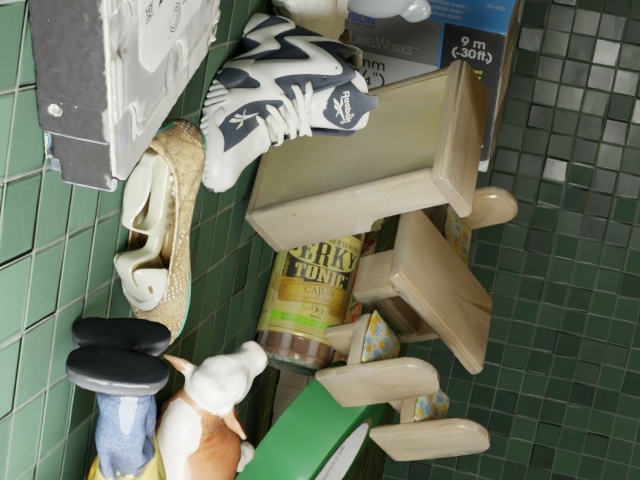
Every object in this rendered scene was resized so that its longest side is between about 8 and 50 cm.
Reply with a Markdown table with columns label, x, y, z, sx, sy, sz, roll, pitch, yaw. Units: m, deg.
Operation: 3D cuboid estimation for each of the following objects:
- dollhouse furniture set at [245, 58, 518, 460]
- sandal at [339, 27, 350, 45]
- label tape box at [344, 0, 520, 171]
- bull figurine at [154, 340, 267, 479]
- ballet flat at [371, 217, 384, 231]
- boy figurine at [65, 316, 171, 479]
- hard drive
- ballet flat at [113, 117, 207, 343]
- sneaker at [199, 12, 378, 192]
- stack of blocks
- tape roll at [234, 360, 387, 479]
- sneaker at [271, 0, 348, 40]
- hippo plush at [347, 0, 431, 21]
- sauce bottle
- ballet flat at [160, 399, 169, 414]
| label | x | y | z | sx | sy | sz | roll | pitch | yaw |
| --- | --- | --- | --- | --- | --- | --- | --- | --- | --- |
| dollhouse furniture set | 0.136 | 0.003 | 1.700 | 0.394 | 0.256 | 0.362 | 48 | 42 | -39 |
| sandal | -0.021 | -0.188 | 1.649 | 0.049 | 0.072 | 0.180 | 115 | -4 | -57 |
| label tape box | 0.132 | -0.272 | 1.891 | 0.106 | 0.240 | 0.334 | -64 | 162 | -47 |
| bull figurine | -0.123 | 0.234 | 1.338 | 0.188 | 0.101 | 0.310 | 19 | 90 | -79 |
| ballet flat | 0.057 | -0.060 | 2.138 | 0.280 | 0.096 | 0.095 | -43 | 145 | -72 |
| boy figurine | -0.172 | 0.202 | 1.198 | 0.177 | 0.092 | 0.285 | -97 | -165 | -60 |
| hard drive | -0.130 | -0.234 | 0.995 | 0.237 | 0.064 | 0.339 | -65 | 165 | -49 |
| ballet flat | -0.146 | -0.003 | 1.225 | 0.067 | 0.073 | 0.206 | -12 | 115 | -49 |
| sneaker | -0.024 | -0.131 | 1.439 | 0.235 | 0.153 | 0.094 | -67 | 164 | -47 |
| stack of blocks | -0.002 | 0.148 | 2.088 | 0.171 | 0.087 | 0.297 | -41 | 142 | -73 |
| tape roll | -0.032 | 0.306 | 1.838 | 0.321 | 0.077 | 0.321 | -53 | 167 | -17 |
| sneaker | -0.022 | -0.279 | 1.523 | 0.095 | 0.090 | 0.235 | -36 | 149 | -38 |
| hippo plush | 0.111 | -0.370 | 1.668 | 0.294 | 0.234 | 0.237 | -67 | 165 | -48 |
| sauce bottle | 0.000 | 0.000 | 1.872 | 0.111 | 0.111 | 0.345 | 62 | 40 | -75 |
| ballet flat | -0.154 | 0.277 | 1.476 | 0.086 | 0.086 | 0.249 | 0 | 100 | -80 |
